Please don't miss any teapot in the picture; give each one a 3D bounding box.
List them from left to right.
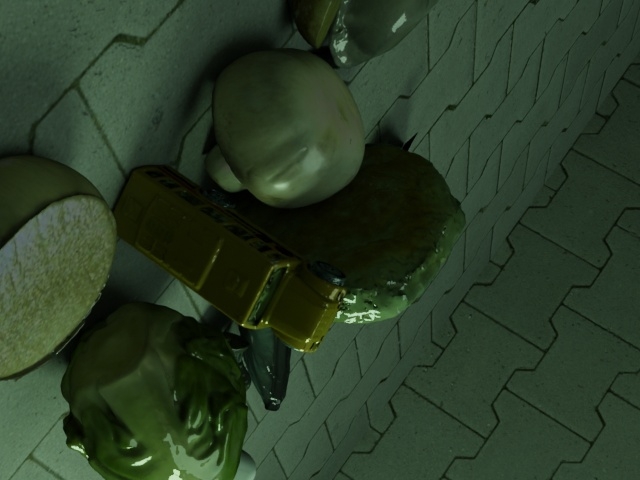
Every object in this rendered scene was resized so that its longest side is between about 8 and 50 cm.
[{"bbox_3d":[-0.182,0.227,2.037,0.166,0.130,0.119,-31,134,-73],"label":"teapot"}]

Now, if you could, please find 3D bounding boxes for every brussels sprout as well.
[{"bbox_3d":[-0.232,0.238,1.646,0.247,0.328,0.328,-35,161,1],"label":"brussels sprout"}]

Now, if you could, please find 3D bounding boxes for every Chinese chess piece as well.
[{"bbox_3d":[-0.356,0.033,1.293,0.270,0.112,0.270,-49,158,-27],"label":"Chinese chess piece"}]

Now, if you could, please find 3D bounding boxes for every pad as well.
[{"bbox_3d":[0.153,-0.141,2.310,0.159,0.009,0.265,-61,-179,-1],"label":"pad"}]

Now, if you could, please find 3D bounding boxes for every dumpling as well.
[{"bbox_3d":[0.092,-0.381,1.782,0.229,0.124,0.151,-44,120,-15],"label":"dumpling"}]

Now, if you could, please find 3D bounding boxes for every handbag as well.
[{"bbox_3d":[-0.103,0.167,2.057,0.075,0.191,0.332,-11,143,-16],"label":"handbag"}]

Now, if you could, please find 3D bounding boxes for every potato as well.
[{"bbox_3d":[-0.012,-0.340,1.640,0.103,0.066,0.096,-66,174,18],"label":"potato"}]

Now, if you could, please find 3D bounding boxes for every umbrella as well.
[{"bbox_3d":[0.003,-0.293,1.811,0.133,0.031,0.036,-28,147,-58],"label":"umbrella"}]

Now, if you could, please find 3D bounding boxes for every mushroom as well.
[{"bbox_3d":[-0.070,-0.155,1.624,0.260,0.234,0.254,47,37,-33],"label":"mushroom"}]

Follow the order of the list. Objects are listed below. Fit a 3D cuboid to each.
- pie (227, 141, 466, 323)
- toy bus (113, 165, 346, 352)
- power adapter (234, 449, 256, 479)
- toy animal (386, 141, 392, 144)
[{"bbox_3d":[0.025,-0.004,1.724,0.395,0.418,0.180,-44,129,-36],"label":"pie"},{"bbox_3d":[-0.128,0.023,1.506,0.121,0.335,0.123,-62,156,13],"label":"toy bus"},{"bbox_3d":[-0.238,0.397,2.049,0.124,0.187,0.255,-56,161,-9],"label":"power adapter"},{"bbox_3d":[0.097,-0.101,2.293,0.136,0.073,0.181,-50,159,-53],"label":"toy animal"}]
